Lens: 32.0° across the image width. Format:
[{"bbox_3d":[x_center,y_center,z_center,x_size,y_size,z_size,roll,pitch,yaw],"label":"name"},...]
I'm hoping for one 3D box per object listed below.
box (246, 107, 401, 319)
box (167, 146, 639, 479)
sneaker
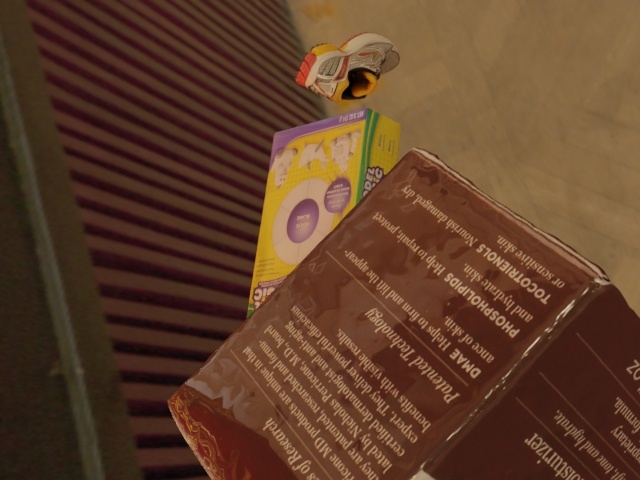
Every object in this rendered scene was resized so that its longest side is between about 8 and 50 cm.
[{"bbox_3d":[0.000,0.000,0.818,0.105,0.043,0.179,-10,68,45],"label":"box"},{"bbox_3d":[0.065,0.096,0.598,0.203,0.168,0.167,-47,39,-1],"label":"box"},{"bbox_3d":[0.057,-0.257,1.731,0.093,0.225,0.088,40,128,19],"label":"sneaker"}]
